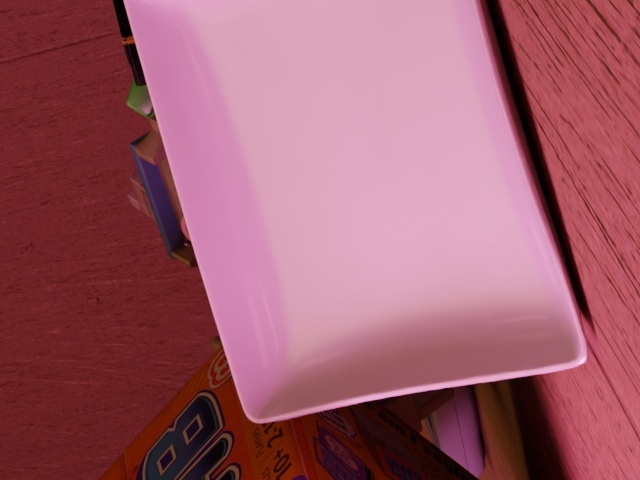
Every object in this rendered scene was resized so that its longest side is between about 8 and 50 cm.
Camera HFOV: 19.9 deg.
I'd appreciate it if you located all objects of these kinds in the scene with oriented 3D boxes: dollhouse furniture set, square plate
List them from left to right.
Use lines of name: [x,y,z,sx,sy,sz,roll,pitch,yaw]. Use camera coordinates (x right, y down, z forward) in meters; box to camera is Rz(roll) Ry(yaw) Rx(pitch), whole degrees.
dollhouse furniture set: [0.000,0.000,1.760,0.286,0.198,0.303,26,141,51]
square plate: [0.018,-0.063,1.234,0.344,0.049,0.347,-16,91,48]

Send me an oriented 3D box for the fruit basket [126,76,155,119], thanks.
fruit basket: [-0.090,-0.286,2.454,0.283,0.392,0.392,32,172,6]

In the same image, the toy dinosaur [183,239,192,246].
toy dinosaur: [0.035,0.035,1.587,0.121,0.313,0.160,16,103,53]

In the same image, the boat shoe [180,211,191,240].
boat shoe: [0.008,-0.030,1.392,0.121,0.110,0.341,45,157,-21]

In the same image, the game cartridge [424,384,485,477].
game cartridge: [0.114,0.103,2.017,0.294,0.060,0.196,-110,1,-55]

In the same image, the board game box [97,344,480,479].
board game box: [-0.018,0.351,1.491,0.356,0.356,0.356,39,-168,-21]

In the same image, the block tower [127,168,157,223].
block tower: [-0.078,0.004,2.104,0.335,0.091,0.097,37,162,20]

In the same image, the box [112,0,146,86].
box: [-0.123,-0.331,2.117,0.079,0.257,0.322,76,178,-46]
